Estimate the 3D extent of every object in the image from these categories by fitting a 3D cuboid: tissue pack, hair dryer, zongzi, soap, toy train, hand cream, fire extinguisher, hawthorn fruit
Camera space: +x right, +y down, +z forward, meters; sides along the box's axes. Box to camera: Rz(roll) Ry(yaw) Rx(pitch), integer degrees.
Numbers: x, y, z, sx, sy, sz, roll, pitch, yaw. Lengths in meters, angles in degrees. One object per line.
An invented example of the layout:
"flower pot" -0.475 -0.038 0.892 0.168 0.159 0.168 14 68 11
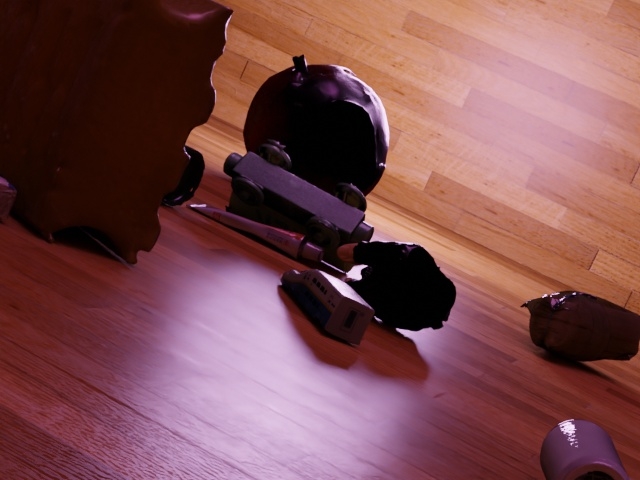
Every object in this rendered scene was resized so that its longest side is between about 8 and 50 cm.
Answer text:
"tissue pack" -0.350 -0.057 1.400 0.062 0.042 0.083 17 10 -35
"hair dryer" 0.312 0.261 1.274 0.236 0.073 0.131 33 8 -2
"zongzi" 0.374 0.122 2.297 0.228 0.115 0.256 12 8 -43
"soap" -0.268 -0.172 1.531 0.156 0.293 0.335 15 13 -40
"toy train" 0.002 0.063 1.670 0.052 0.051 0.234 27 6 -20
"hand cream" -0.093 -0.015 2.038 0.216 0.038 0.052 23 -21 16
"fire extinguisher" -0.309 -0.145 2.029 0.294 0.093 0.118 28 -18 27
"hawthorn fruit" -0.004 -0.189 2.643 0.316 0.316 0.316 24 7 -3
"toy train" -0.036 -0.042 2.095 0.253 0.105 0.157 28 -31 13

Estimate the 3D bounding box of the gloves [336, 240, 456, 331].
"gloves" 0.085 0.066 1.846 0.129 0.106 0.181 22 -21 -29
